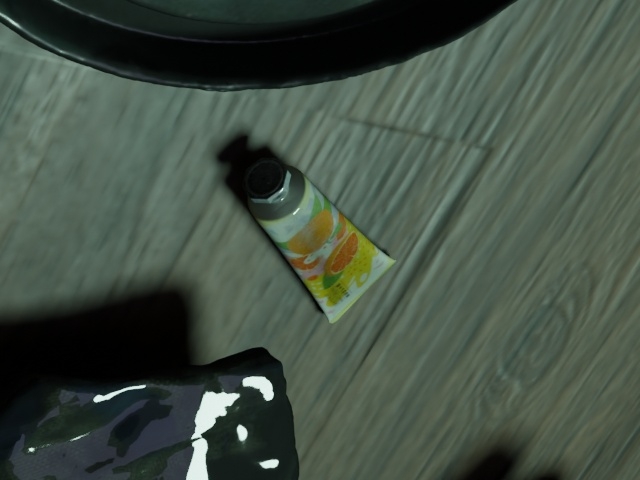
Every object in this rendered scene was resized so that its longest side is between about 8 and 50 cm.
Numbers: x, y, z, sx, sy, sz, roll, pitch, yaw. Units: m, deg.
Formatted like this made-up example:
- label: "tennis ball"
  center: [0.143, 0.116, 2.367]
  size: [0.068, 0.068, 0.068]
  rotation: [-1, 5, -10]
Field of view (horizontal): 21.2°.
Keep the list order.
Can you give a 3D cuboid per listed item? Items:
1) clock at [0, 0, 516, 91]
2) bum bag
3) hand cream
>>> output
- label: "clock"
  center: [-0.014, -0.110, 0.418]
  size: [0.185, 0.040, 0.184]
  rotation: [-5, 145, -4]
- label: "bum bag"
  center: [-0.052, 0.145, 0.659]
  size: [0.137, 0.074, 0.310]
  rotation: [-26, 138, -9]
- label: "hand cream"
  center: [0.000, 0.000, 0.608]
  size: [0.035, 0.022, 0.102]
  rotation: [-45, 147, -3]
